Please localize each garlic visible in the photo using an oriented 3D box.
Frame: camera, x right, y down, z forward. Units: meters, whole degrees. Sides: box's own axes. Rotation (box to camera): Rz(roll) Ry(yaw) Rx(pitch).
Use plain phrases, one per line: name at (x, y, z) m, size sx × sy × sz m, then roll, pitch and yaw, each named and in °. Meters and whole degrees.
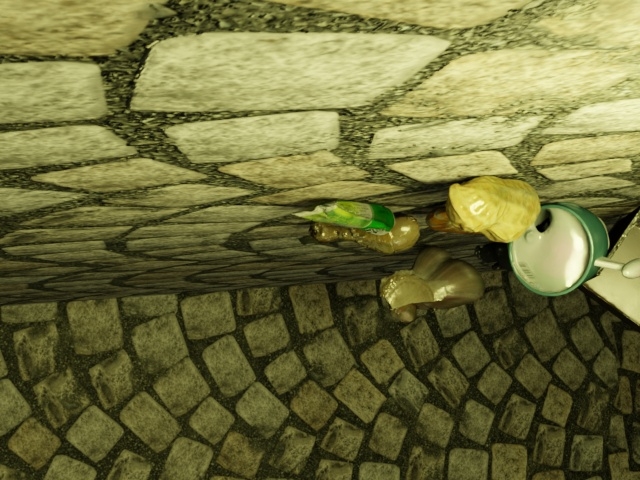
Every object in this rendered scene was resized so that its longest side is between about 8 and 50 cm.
garlic at (0.292, 0.134, 2.417) m, size 0.210 × 0.237 × 0.292 m, roll 41°, pitch -161°, yaw 29°

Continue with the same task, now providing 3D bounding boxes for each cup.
cup at (0.456, 0.006, 1.731) m, size 0.300 × 0.167 × 0.173 m, roll 22°, pitch -160°, yaw 31°

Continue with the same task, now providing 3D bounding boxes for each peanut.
peanut at (0.239, -0.044, 1.310) m, size 0.083 × 0.093 × 0.194 m, roll 9°, pitch -172°, yaw 43°

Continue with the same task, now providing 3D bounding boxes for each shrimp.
shrimp at (0.260, -0.048, 1.576) m, size 0.161 × 0.049 × 0.166 m, roll -3°, pitch 167°, yaw -6°

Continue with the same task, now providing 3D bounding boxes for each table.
table at (0.691, 0.076, 1.919) m, size 0.250 × 0.196 × 0.282 m, roll 37°, pitch 178°, yaw 10°

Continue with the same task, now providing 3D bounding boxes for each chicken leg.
chicken leg at (0.074, -0.012, 1.622) m, size 0.198 × 0.069 × 0.085 m, roll 1°, pitch 174°, yaw 11°

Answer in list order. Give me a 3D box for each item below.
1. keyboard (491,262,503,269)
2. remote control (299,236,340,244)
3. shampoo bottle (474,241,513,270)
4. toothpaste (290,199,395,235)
keyboard at (0.523, 0.024, 2.285) m, size 0.106 × 0.016 × 0.262 m, roll -11°, pitch -170°, yaw 45°
remote control at (0.000, 0.000, 1.913) m, size 0.091 × 0.016 × 0.034 m, roll -2°, pitch 169°, yaw -35°
shampoo bottle at (0.465, 0.015, 2.082) m, size 0.101 × 0.101 × 0.284 m, roll 0°, pitch 173°, yaw -44°
toothpaste at (0.051, -0.037, 1.440) m, size 0.078 × 0.047 × 0.248 m, roll -11°, pitch 171°, yaw 30°
